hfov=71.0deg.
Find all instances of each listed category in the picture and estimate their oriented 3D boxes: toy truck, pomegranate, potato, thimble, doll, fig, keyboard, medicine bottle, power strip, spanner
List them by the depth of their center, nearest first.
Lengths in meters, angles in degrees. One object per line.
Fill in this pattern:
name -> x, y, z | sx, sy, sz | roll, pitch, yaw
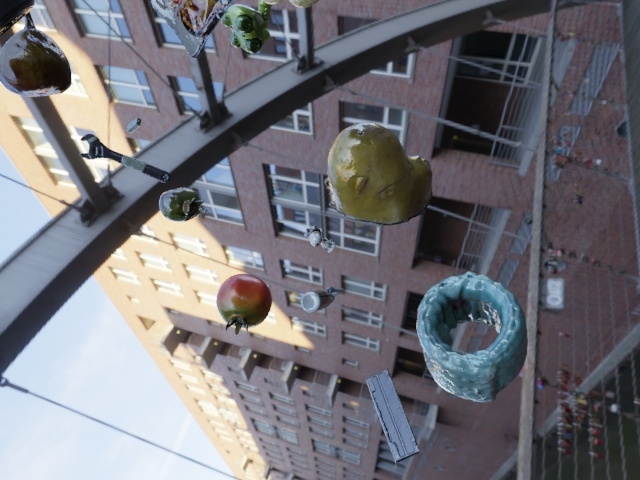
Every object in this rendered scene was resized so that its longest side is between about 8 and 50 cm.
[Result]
thimble -> 0.289, 0.183, 0.853 | 0.143, 0.199, 0.235 | 63, -157, -43
keyboard -> 0.161, 0.393, 1.022 | 0.010, 0.064, 0.198 | 47, -162, -48
doll -> 0.000, -0.004, 1.113 | 0.040, 0.058, 0.085 | -42, -33, 27
fig -> -0.790, -0.542, 1.261 | 0.191, 0.191, 0.290 | 9, -81, -76
medicine bottle -> 0.013, 0.174, 1.383 | 0.061, 0.092, 0.221 | 59, -168, 11
power strip -> -0.591, -0.366, 1.424 | 0.017, 0.083, 0.027 | 17, -111, -44
potato -> 0.210, -0.241, 1.443 | 0.296, 0.397, 0.289 | 93, 165, -48
spanner -> -0.660, -0.265, 1.518 | 0.024, 0.316, 0.087 | -134, 67, -81
pomegranate -> -0.508, -0.127, 1.683 | 0.152, 0.191, 0.131 | -23, -61, -47
pomegranate -> -0.308, 0.256, 1.778 | 0.256, 0.221, 0.220 | -76, -10, -47
toy truck -> -0.276, -0.866, 1.820 | 0.211, 0.148, 0.187 | -35, -39, -30

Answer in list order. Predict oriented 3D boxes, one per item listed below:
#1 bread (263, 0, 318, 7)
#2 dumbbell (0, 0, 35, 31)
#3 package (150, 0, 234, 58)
bread -> -0.055, -0.756, 1.203 | 0.054, 0.316, 0.316 | 71, -146, -70
dumbbell -> -0.643, -0.466, 0.777 | 0.218, 0.153, 0.152 | 50, -132, -36
package -> -0.215, -0.482, 0.837 | 0.239, 0.154, 0.030 | -39, -5, 26
